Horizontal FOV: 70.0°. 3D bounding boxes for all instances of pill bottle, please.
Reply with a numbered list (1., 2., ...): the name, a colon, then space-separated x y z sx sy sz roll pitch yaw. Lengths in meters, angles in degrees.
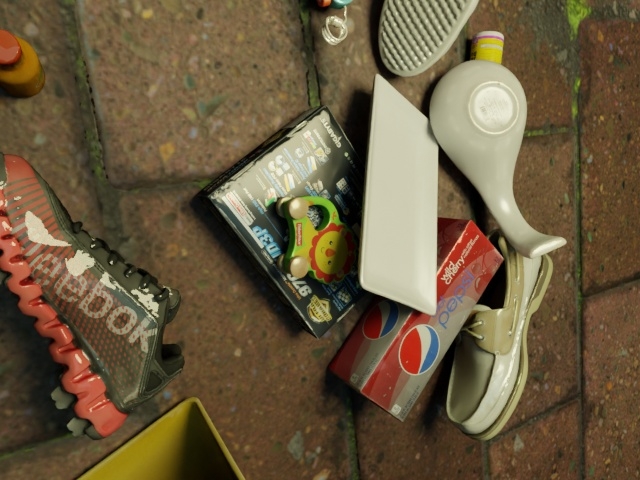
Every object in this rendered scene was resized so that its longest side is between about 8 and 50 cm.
1. pill bottle: 0.234 -0.249 0.650 0.043 0.043 0.083 4 94 -27

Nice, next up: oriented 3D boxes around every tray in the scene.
1. tray: 0.093 -0.054 0.556 0.145 0.030 0.270 25 63 -40

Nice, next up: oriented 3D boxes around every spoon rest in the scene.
1. spoon rest: 0.241 -0.111 0.628 0.137 0.084 0.276 -22 92 -5

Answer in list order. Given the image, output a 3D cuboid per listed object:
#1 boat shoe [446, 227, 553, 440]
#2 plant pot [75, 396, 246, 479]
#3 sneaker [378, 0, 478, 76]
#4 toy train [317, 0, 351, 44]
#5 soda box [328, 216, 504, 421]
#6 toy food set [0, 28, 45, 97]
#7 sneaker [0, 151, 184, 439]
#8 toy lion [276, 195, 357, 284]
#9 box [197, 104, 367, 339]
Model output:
1. boat shoe: 0.238 0.125 0.664 0.103 0.113 0.302 33 69 -22
2. plant pot: -0.140 0.333 0.446 0.212 0.212 0.187 -34 122 -20
3. sneaker: 0.176 -0.340 0.580 0.282 0.102 0.161 -65 165 22
4. toy train: -0.032 -0.297 0.510 0.166 0.046 0.125 30 83 -24
5. soda box: 0.130 0.096 0.615 0.092 0.083 0.263 42 76 -25
6. toy food set: -0.265 -0.246 0.360 0.111 0.104 0.232 10 92 -28
7. sneaker: -0.212 0.042 0.426 0.135 0.098 0.276 -25 109 -22
8. toy lion: 0.000 0.000 0.510 0.096 0.034 0.100 -5 98 -33
9. box: -0.007 -0.020 0.549 0.175 0.051 0.220 -42 113 -17
